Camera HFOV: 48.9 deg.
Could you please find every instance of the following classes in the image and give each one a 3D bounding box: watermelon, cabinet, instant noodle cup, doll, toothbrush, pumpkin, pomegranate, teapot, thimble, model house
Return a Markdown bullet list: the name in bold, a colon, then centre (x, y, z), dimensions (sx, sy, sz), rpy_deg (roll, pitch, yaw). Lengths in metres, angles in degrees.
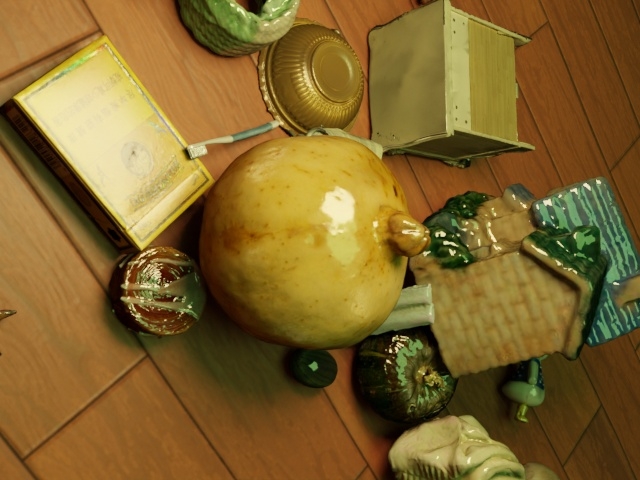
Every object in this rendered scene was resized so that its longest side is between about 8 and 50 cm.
- **watermelon**: centre (-0.012, 0.247, 1.371), dimensions (0.110, 0.078, 0.078), rpy_deg (25, 71, -34)
- **cabinet**: centre (0.295, -0.331, 1.575), dimensions (0.318, 0.227, 0.290), rpy_deg (3, 83, -40)
- **instant noodle cup**: centre (0.007, -0.335, 1.434), dimensions (0.274, 0.091, 0.274), rpy_deg (4, 83, -37)
- **doll**: centre (0.524, 0.306, 1.757), dimensions (0.138, 0.119, 0.293), rpy_deg (62, 39, -72)
- **toothbrush**: centre (-0.152, -0.187, 1.286), dimensions (0.275, 0.019, 0.025), rpy_deg (-31, 104, -55)
- **pumpkin**: centre (0.188, 0.265, 1.471), dimensions (0.238, 0.159, 0.238), rpy_deg (1, 89, -40)
- **pomegranate**: centre (0.000, 0.000, 1.192), dimensions (0.410, 0.410, 0.410), rpy_deg (4, 83, -37)
- **teapot**: centre (0.033, -0.186, 1.423), dimensions (0.200, 0.107, 0.077), rpy_deg (3, 107, -57)
- **thimble**: centre (-0.142, -0.454, 1.292), dimensions (0.219, 0.150, 0.219), rpy_deg (4, 83, -37)
- **model house**: centre (0.464, 0.053, 1.471), dimensions (0.445, 0.400, 0.395), rpy_deg (-16, 89, -58)

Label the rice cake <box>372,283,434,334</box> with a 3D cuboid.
- **rice cake**: centre (0.123, 0.143, 1.400), dimensions (0.040, 0.226, 0.085), rpy_deg (-27, 101, -62)

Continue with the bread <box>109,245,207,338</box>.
- **bread**: centre (-0.271, 0.086, 1.187), dimensions (0.160, 0.073, 0.160), rpy_deg (7, 78, -36)

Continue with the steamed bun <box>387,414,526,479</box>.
- **steamed bun**: centre (0.300, 0.472, 1.464), dimensions (0.207, 0.280, 0.268), rpy_deg (-50, 117, -40)

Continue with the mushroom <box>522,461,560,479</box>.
- **mushroom**: centre (0.464, 0.642, 1.642), dimensions (0.243, 0.243, 0.243), rpy_deg (4, 83, -37)

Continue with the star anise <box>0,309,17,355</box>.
- **star anise**: centre (-0.514, 0.123, 1.013), dimensions (0.141, 0.042, 0.141), rpy_deg (6, 80, -40)

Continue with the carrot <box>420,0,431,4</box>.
- **carrot**: centre (0.253, -0.700, 1.611), dimensions (0.196, 0.196, 0.254), rpy_deg (-41, 103, -33)

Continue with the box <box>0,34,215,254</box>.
- **box**: centre (-0.338, -0.152, 1.151), dimensions (0.193, 0.084, 0.301), rpy_deg (-49, 114, -31)
